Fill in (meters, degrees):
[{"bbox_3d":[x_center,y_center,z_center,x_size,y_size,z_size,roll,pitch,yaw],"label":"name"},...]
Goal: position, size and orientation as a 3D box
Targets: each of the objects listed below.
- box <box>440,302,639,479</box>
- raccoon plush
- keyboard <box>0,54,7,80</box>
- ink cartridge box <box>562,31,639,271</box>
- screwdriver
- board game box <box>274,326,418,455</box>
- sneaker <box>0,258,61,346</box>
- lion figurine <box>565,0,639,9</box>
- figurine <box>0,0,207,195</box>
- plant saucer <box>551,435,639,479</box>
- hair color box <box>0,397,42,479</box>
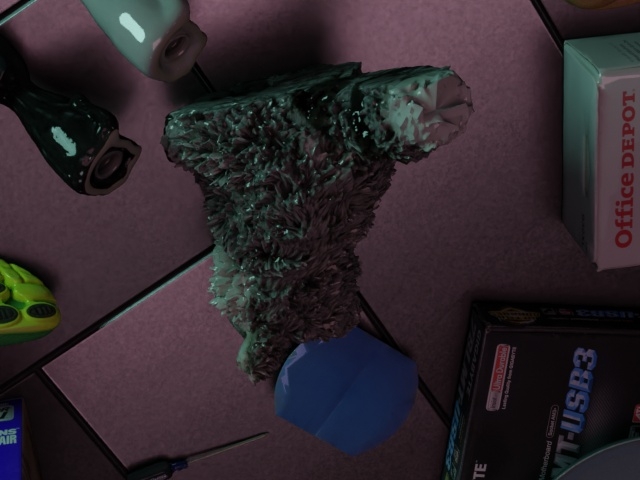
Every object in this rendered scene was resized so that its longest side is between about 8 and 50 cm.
[{"bbox_3d":[0.299,0.219,1.857,0.293,0.073,0.296,3,112,-13],"label":"box"},{"bbox_3d":[0.000,0.000,1.533,0.216,0.446,0.299,-18,102,-17],"label":"raccoon plush"},{"bbox_3d":[-0.403,-0.181,1.540,0.192,0.038,0.100,32,104,5],"label":"keyboard"},{"bbox_3d":[0.420,-0.109,1.706,0.307,0.129,0.223,-7,114,-7],"label":"ink cartridge box"},{"bbox_3d":[-0.138,0.251,1.819,0.169,0.024,0.025,-14,85,-6],"label":"screwdriver"},{"bbox_3d":[0.027,0.161,1.806,0.168,0.033,0.133,31,99,-26],"label":"board game box"},{"bbox_3d":[-0.419,0.098,1.674,0.295,0.109,0.123,-11,140,-9],"label":"sneaker"},{"bbox_3d":[0.253,-0.336,1.579,0.240,0.142,0.392,-28,119,11],"label":"lion figurine"},{"bbox_3d":[-0.242,-0.187,1.550,0.209,0.092,0.215,37,104,17],"label":"figurine"},{"bbox_3d":[0.371,0.352,1.866,0.317,0.044,0.318,-4,116,-7],"label":"plant saucer"},{"bbox_3d":[-0.337,0.323,1.639,0.110,0.339,0.185,-10,114,-8],"label":"hair color box"}]
